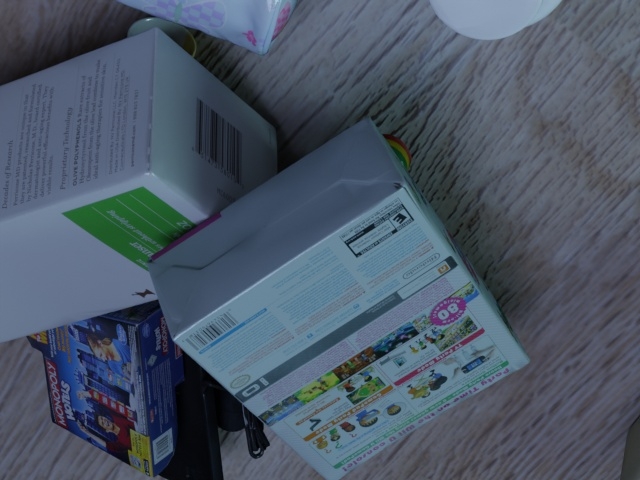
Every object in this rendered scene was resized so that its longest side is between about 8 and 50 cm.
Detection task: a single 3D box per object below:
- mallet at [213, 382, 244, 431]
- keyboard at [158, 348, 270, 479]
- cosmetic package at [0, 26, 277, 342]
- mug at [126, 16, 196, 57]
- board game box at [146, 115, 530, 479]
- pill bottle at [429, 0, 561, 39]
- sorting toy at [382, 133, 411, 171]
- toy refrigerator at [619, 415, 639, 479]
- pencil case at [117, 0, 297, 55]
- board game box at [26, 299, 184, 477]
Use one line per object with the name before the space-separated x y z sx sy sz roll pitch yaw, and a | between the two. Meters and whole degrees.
mallet | -0.157 0.138 1.573 0.189 0.039 0.062 23 128 5
keyboard | -0.124 0.129 1.499 0.201 0.033 0.317 20 129 33
cosmetic package | -0.240 -0.034 1.361 0.365 0.155 0.197 -18 147 28
mug | -0.145 -0.151 1.353 0.078 0.062 0.064 53 141 26
board game box | 0.024 0.064 1.312 0.224 0.097 0.303 -32 138 6
pill bottle | 0.137 -0.232 1.123 0.117 0.215 0.117 7 125 11
sorting toy | 0.000 0.000 1.422 0.274 0.046 0.132 -27 112 33
toy refrigerator | 0.375 0.151 1.365 0.094 0.102 0.269 24 133 -2
pencil case | -0.141 -0.252 1.252 0.273 0.114 0.124 22 152 -1
board game box | -0.226 0.113 1.514 0.194 0.060 0.194 24 131 31
